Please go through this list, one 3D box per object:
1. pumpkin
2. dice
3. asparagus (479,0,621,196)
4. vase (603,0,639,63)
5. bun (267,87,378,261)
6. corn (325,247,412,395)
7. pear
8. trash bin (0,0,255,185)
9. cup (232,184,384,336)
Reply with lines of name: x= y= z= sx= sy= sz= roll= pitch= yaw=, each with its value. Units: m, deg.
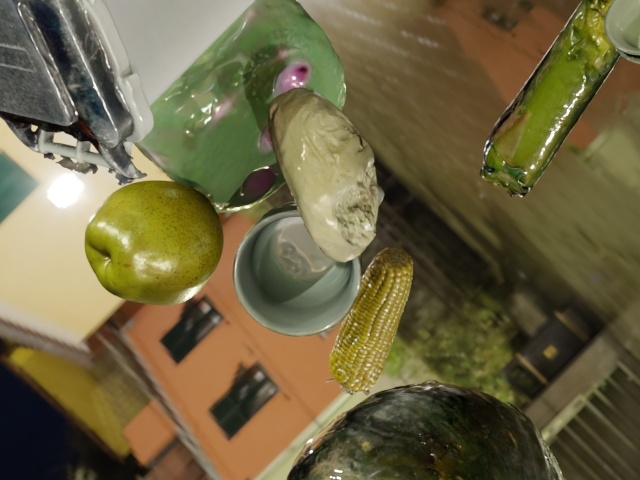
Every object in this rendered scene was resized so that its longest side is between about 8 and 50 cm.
pumpkin: x=0.150 y=0.404 z=1.465 sx=0.454 sy=0.344 sz=0.454 roll=23 pitch=-123 yaw=-40
dice: x=-0.175 y=-0.259 z=1.760 sx=0.318 sy=0.322 sz=0.330 roll=42 pitch=174 yaw=27
asparagus: x=0.374 y=-0.243 z=1.743 sx=0.108 sy=0.382 sz=0.128 roll=35 pitch=-151 yaw=9
vase: x=0.451 y=-0.177 z=1.376 sx=0.321 sy=0.173 sz=0.173 roll=42 pitch=-177 yaw=-46
bun: x=0.013 y=-0.093 z=1.448 sx=0.210 sy=0.116 sz=0.237 roll=43 pitch=-156 yaw=-80
corn: x=0.092 y=0.147 z=2.071 sx=0.106 sy=0.305 sz=0.106 roll=12 pitch=-149 yaw=-7
pear: x=-0.237 y=0.005 z=1.619 sx=0.198 sy=0.198 sz=0.198 roll=45 pitch=-179 yaw=-1
trash bin: x=-0.210 y=-0.279 z=1.240 sx=0.256 sy=0.367 sz=0.296 roll=14 pitch=137 yaw=39
cup: x=0.000 y=0.000 z=1.727 sx=0.186 sy=0.258 sz=0.234 roll=45 pitch=-167 yaw=-6
